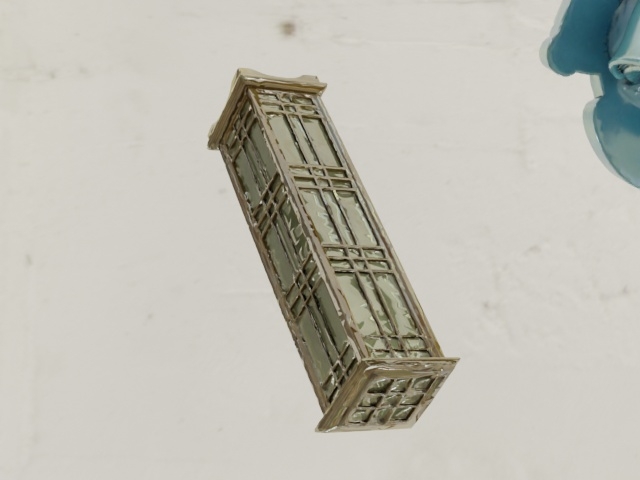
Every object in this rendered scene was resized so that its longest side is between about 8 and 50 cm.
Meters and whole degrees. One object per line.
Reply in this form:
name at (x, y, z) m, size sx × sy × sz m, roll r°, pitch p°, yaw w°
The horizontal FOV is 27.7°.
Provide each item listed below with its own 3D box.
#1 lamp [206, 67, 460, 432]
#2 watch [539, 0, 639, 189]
lamp at (0.000, 0.000, 1.045) m, size 0.090 × 0.089 × 0.325 m, roll -60°, pitch -141°, yaw 39°
watch at (0.288, -0.138, 0.953) m, size 0.211 × 0.193 × 0.211 m, roll -4°, pitch -79°, yaw -22°
